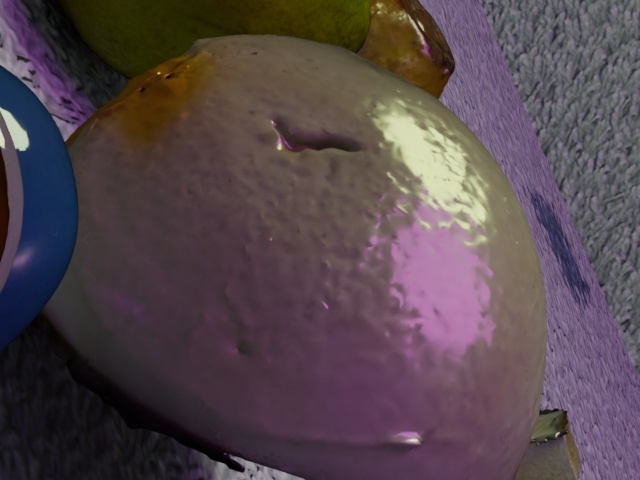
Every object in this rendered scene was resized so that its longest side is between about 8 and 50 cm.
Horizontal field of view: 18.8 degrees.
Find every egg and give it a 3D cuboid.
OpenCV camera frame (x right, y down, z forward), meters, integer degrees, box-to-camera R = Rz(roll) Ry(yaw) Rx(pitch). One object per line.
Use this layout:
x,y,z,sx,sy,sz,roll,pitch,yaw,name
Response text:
0.000,0.000,1.051,0.337,0.201,0.337,24,13,-6,egg

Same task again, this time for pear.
-0.083,-0.202,1.307,0.269,0.212,0.212,47,21,-21,pear

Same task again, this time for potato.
0.174,0.198,1.738,0.086,0.122,0.061,-56,127,-71,potato

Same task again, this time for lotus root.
0.013,-0.158,1.628,0.199,0.180,0.188,68,19,4,lotus root

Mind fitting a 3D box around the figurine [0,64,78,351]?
-0.215,-0.023,0.651,0.298,0.243,0.416,58,-6,7,figurine
